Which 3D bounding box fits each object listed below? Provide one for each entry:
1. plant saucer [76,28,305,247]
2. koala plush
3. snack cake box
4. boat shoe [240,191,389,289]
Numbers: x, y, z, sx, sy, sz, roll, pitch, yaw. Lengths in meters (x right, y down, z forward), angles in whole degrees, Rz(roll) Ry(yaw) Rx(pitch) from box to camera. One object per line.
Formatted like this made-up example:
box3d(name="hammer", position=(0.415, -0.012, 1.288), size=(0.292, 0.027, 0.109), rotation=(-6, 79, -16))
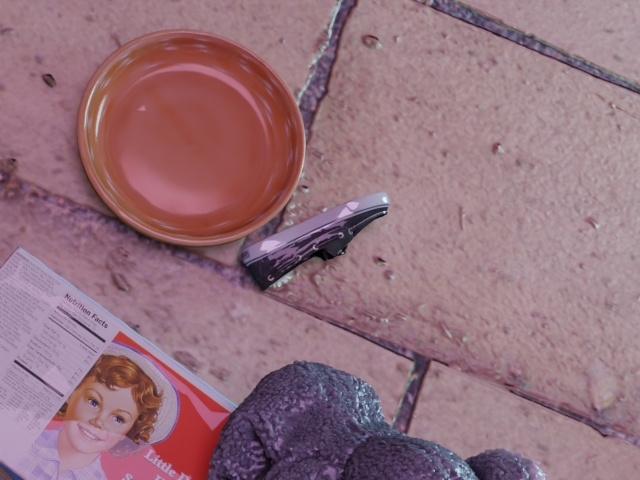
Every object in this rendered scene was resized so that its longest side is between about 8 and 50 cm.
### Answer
box3d(name="plant saucer", position=(-0.113, -0.086, 1.538), size=(0.200, 0.037, 0.200), rotation=(5, 71, -13))
box3d(name="koala plush", position=(0.040, 0.194, 1.320), size=(0.196, 0.221, 0.203), rotation=(-10, 96, -36))
box3d(name="snack cake box", position=(-0.184, 0.148, 1.412), size=(0.264, 0.089, 0.152), rotation=(37, 65, -1))
box3d(name="boat shoe", position=(0.000, 0.000, 1.537), size=(0.142, 0.049, 0.040), rotation=(-24, 85, -15))
